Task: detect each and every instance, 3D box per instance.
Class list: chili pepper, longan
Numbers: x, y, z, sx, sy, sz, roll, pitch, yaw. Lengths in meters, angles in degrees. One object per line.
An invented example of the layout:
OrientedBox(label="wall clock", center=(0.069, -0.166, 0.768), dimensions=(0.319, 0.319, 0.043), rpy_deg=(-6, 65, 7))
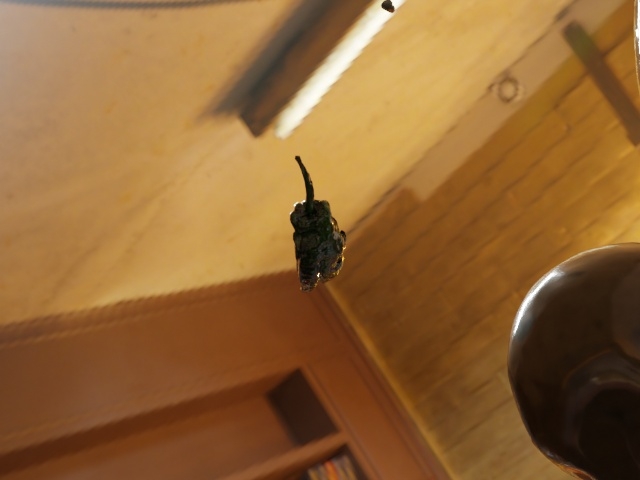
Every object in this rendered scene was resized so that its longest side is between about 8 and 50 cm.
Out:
OrientedBox(label="chili pepper", center=(0.000, 0.001, 1.523), dimensions=(0.065, 0.122, 0.279), rpy_deg=(0, -20, 4))
OrientedBox(label="longan", center=(0.363, 0.152, 1.237), dimensions=(0.288, 0.350, 0.288), rpy_deg=(-38, -33, -30))

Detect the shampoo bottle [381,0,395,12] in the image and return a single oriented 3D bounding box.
OrientedBox(label="shampoo bottle", center=(0.106, -0.401, 1.689), dimensions=(0.045, 0.152, 0.077), rpy_deg=(13, -15, -8))

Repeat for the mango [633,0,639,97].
OrientedBox(label="mango", center=(0.395, -0.156, 1.027), dimensions=(0.263, 0.378, 0.221), rpy_deg=(-7, -9, -33))
